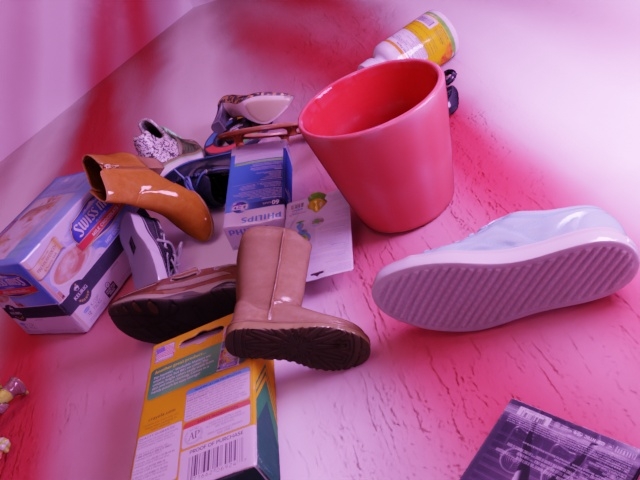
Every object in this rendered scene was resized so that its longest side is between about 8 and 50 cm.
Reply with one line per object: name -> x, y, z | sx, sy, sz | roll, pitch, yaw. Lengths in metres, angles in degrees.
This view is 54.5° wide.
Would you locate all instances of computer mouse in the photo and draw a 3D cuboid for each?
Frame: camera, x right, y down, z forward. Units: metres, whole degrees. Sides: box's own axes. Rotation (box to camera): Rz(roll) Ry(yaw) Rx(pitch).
computer mouse -> 0.300, -0.349, 1.478 | 0.071, 0.041, 0.242 | -30, 24, 31

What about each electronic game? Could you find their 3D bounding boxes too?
electronic game -> -0.242, -0.317, 1.831 | 0.229, 0.048, 0.229 | -20, 34, 14

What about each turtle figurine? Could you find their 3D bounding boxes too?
turtle figurine -> -0.698, 0.368, 1.226 | 0.269, 0.087, 0.217 | -11, 37, 27

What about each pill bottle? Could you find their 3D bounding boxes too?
pill bottle -> 0.222, -0.473, 1.602 | 0.245, 0.136, 0.136 | -35, 33, -8

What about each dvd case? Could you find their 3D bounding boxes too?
dvd case -> 0.230, 0.291, 0.682 | 0.164, 0.018, 0.221 | 15, 53, 46

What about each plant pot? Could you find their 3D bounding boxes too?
plant pot -> 0.126, -0.167, 1.160 | 0.274, 0.243, 0.275 | -18, 35, 13

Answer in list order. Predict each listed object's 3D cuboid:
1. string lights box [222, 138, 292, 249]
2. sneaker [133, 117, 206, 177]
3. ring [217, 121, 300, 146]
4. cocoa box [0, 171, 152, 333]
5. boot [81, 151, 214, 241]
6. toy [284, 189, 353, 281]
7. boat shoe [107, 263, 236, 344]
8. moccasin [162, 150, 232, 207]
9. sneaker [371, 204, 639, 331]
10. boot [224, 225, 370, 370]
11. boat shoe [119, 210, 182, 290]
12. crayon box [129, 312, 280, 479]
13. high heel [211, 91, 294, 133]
string lights box -> -0.133, -0.107, 1.373 | 0.133, 0.077, 0.260 | -8, 48, 7
sneaker -> -0.438, -0.273, 1.766 | 0.158, 0.182, 0.410 | -25, 18, 2
ring -> -0.080, -0.259, 1.506 | 0.336, 0.032, 0.336 | -7, 6, 1
cocoa box -> -0.601, 0.020, 1.488 | 0.231, 0.228, 0.347 | -5, 40, 32
boot -> -0.399, -0.093, 1.421 | 0.211, 0.295, 0.104 | -14, -35, -56
toy -> 0.000, 0.000, 1.207 | 0.136, 0.056, 0.237 | -14, 44, 13
boat shoe -> -0.249, 0.116, 1.208 | 0.323, 0.123, 0.120 | -9, 32, 16
moccasin -> -0.272, -0.144, 1.545 | 0.341, 0.138, 0.117 | -23, 38, 11
sneaker -> 0.259, 0.033, 0.921 | 0.365, 0.135, 0.150 | -9, 30, 15
boot -> -0.035, 0.081, 1.038 | 0.236, 0.089, 0.270 | 9, 35, -4
boat shoe -> -0.367, 0.040, 1.391 | 0.306, 0.104, 0.113 | 46, 121, 48
crayon box -> -0.173, 0.266, 0.965 | 0.203, 0.083, 0.323 | -23, 34, 9
high heel -> -0.190, -0.408, 1.802 | 0.261, 0.093, 0.186 | -15, 36, 17
